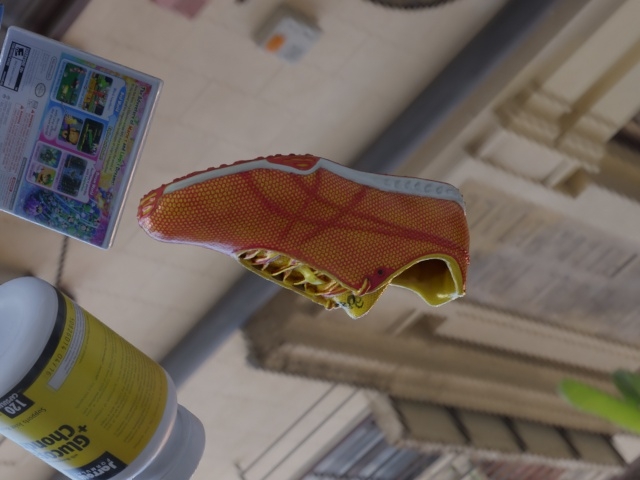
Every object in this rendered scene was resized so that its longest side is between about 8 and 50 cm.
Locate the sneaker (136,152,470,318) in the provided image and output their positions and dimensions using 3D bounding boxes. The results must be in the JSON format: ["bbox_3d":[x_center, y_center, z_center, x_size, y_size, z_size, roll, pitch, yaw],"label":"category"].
[{"bbox_3d":[0.000,0.000,0.641,0.175,0.064,0.067,6,-109,-27],"label":"sneaker"}]

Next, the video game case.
[{"bbox_3d":[-0.225,-0.088,1.198,0.143,0.157,0.019,21,-169,6],"label":"video game case"}]

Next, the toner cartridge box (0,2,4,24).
[{"bbox_3d":[-0.411,-0.167,0.991,0.348,0.075,0.165,9,-175,-16],"label":"toner cartridge box"}]

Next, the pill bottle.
[{"bbox_3d":[-0.168,0.113,0.982,0.184,0.103,0.103,42,-159,-36],"label":"pill bottle"}]
